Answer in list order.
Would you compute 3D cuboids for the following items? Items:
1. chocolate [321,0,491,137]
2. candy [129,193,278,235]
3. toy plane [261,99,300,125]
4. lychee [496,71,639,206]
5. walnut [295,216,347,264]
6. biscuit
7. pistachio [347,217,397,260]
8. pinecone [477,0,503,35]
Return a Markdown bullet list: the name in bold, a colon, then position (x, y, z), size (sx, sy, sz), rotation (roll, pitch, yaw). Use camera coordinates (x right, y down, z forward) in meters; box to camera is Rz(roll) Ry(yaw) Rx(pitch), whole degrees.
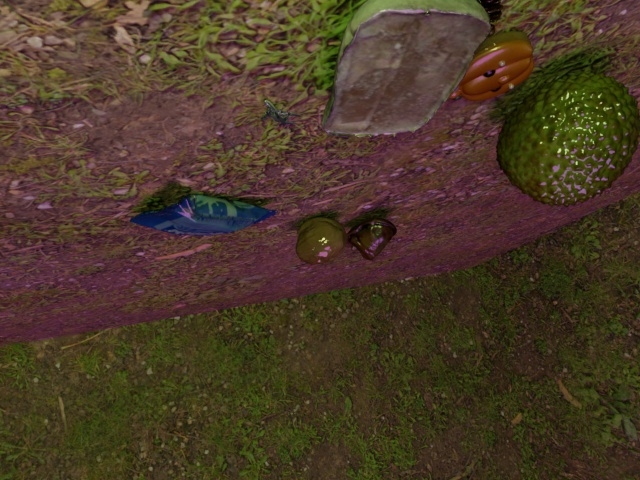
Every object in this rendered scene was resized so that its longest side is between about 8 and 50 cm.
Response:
- **chocolate**: position (0.107, -0.258, 0.746), size (0.185, 0.100, 0.303), rotation (2, 165, -9)
- **candy**: position (-0.269, -0.054, 1.226), size (0.187, 0.077, 0.331), rotation (-17, 165, 37)
- **toy plane**: position (-0.076, -0.221, 0.887), size (0.078, 0.024, 0.084), rotation (-1, 171, 25)
- **lychee**: position (0.508, -0.201, 1.059), size (0.270, 0.270, 0.319), rotation (-8, 130, -21)
- **walnut**: position (0.000, 0.000, 1.540), size (0.167, 0.149, 0.166), rotation (-30, -167, 8)
- **biscuit**: position (0.300, -0.296, 0.906), size (0.170, 0.050, 0.170), rotation (-12, 164, -4)
- **pistachio**: position (0.168, -0.012, 1.660), size (0.165, 0.130, 0.210), rotation (-5, 154, -20)
- **pinecone**: position (0.217, -0.324, 0.698), size (0.077, 0.077, 0.083), rotation (-9, 154, -17)
